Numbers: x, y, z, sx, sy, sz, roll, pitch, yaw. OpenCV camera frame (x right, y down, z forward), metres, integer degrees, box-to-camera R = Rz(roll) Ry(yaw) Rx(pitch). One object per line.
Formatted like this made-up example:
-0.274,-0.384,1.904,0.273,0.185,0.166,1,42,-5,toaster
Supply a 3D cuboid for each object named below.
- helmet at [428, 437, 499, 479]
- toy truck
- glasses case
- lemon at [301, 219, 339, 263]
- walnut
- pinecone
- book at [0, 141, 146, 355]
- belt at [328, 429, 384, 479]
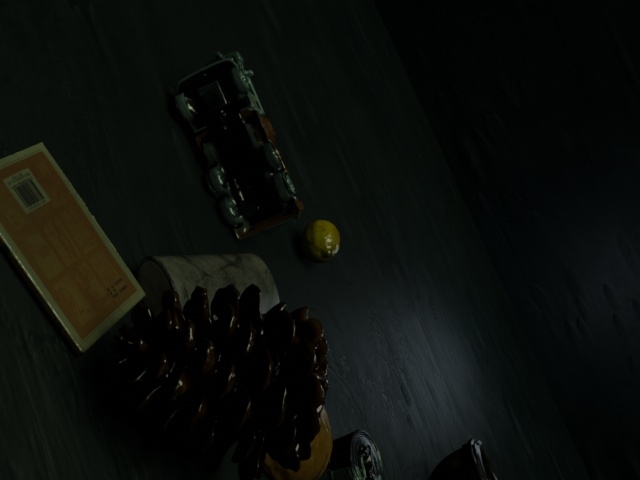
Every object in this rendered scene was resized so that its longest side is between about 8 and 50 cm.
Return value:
0.290,0.524,1.619,0.230,0.160,0.279,63,7,-3,helmet
-0.141,-0.180,1.488,0.184,0.133,0.338,-12,79,-78,toy truck
-0.160,0.074,1.236,0.299,0.060,0.114,-1,66,-67,glasses case
0.000,0.000,1.662,0.082,0.082,0.110,53,20,-24,lemon
-0.040,0.271,1.251,0.211,0.087,0.167,63,25,0,walnut
-0.128,0.168,1.014,0.292,0.246,0.246,22,43,-32,pinecone
-0.321,0.004,1.008,0.241,0.018,0.170,59,23,-10,book
0.064,0.387,1.392,0.105,0.058,0.140,41,31,-38,belt
